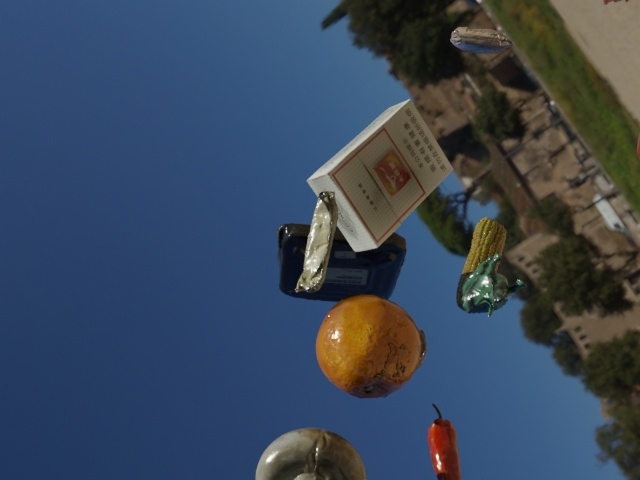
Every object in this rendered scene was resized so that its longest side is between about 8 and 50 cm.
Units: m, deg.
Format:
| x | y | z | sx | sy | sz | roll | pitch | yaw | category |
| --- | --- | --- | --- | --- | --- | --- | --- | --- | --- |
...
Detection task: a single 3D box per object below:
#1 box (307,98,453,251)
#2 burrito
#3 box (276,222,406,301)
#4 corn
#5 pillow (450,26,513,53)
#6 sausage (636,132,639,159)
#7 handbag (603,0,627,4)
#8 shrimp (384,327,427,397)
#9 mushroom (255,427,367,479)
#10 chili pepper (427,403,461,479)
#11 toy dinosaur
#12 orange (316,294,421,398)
| x | y | z | sx | sy | sz | roll | pitch | yaw | category |
| --- | --- | --- | --- | --- | --- | --- | --- | --- | --- |
| 0.146 | -0.153 | 1.882 | 0.330 | 0.095 | 0.210 | -43 | -73 | -31 | box |
| 0.000 | 0.001 | 1.656 | 0.063 | 0.058 | 0.229 | 91 | -166 | -74 | burrito |
| 0.051 | 0.069 | 2.297 | 0.350 | 0.359 | 0.091 | 96 | 178 | -60 | box |
| 0.455 | 0.071 | 2.289 | 0.101 | 0.101 | 0.292 | 40 | -118 | -35 | corn |
| 0.465 | -0.581 | 2.347 | 0.173 | 0.067 | 0.270 | 11 | -168 | 7 | pillow |
| 0.801 | -0.251 | 1.841 | 0.258 | 0.133 | 0.133 | 74 | 172 | -65 | sausage |
| 0.526 | -0.494 | 1.364 | 0.212 | 0.059 | 0.157 | -38 | -61 | -45 | handbag |
| 0.183 | 0.323 | 2.234 | 0.173 | 0.253 | 0.058 | 53 | -167 | 13 | shrimp |
| -0.022 | 0.529 | 1.715 | 0.243 | 0.243 | 0.243 | 45 | -158 | -24 | mushroom |
| 0.288 | 0.491 | 1.850 | 0.071 | 0.063 | 0.272 | 8 | -134 | -15 | chili pepper |
| 0.335 | 0.081 | 1.606 | 0.079 | 0.120 | 0.292 | 46 | -164 | -4 | toy dinosaur |
| 0.111 | 0.244 | 1.869 | 0.246 | 0.246 | 0.246 | 45 | -158 | -24 | orange |
